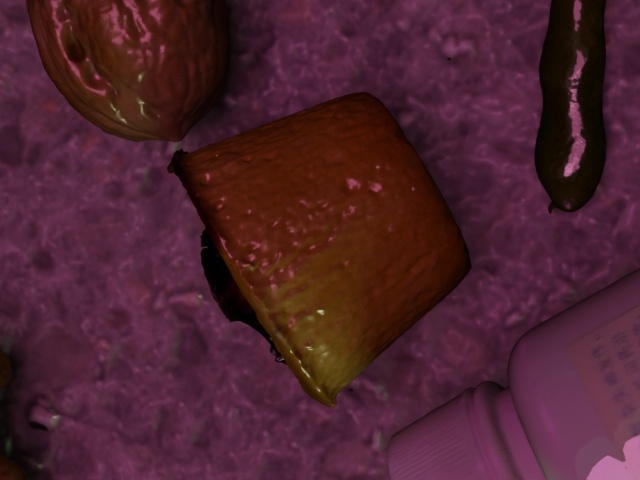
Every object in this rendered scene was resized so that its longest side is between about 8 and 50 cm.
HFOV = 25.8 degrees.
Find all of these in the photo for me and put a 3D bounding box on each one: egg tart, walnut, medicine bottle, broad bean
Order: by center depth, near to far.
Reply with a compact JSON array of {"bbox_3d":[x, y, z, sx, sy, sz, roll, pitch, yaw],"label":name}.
[{"bbox_3d":[0.248,0.114,0.902,0.379,0.213,0.213,-31,83,15],"label":"medicine bottle"},{"bbox_3d":[0.000,0.000,0.986,0.171,0.215,0.215,-30,83,-1],"label":"egg tart"},{"bbox_3d":[0.186,-0.146,0.999,0.053,0.052,0.256,6,91,-26],"label":"broad bean"},{"bbox_3d":[-0.137,-0.159,1.037,0.155,0.155,0.184,-18,86,15],"label":"walnut"}]

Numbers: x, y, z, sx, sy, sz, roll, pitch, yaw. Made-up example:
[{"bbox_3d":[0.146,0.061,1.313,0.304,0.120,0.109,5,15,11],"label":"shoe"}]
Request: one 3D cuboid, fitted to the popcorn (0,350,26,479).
[{"bbox_3d":[-0.386,0.176,1.073,0.316,0.281,0.297,-1,85,-24],"label":"popcorn"}]
